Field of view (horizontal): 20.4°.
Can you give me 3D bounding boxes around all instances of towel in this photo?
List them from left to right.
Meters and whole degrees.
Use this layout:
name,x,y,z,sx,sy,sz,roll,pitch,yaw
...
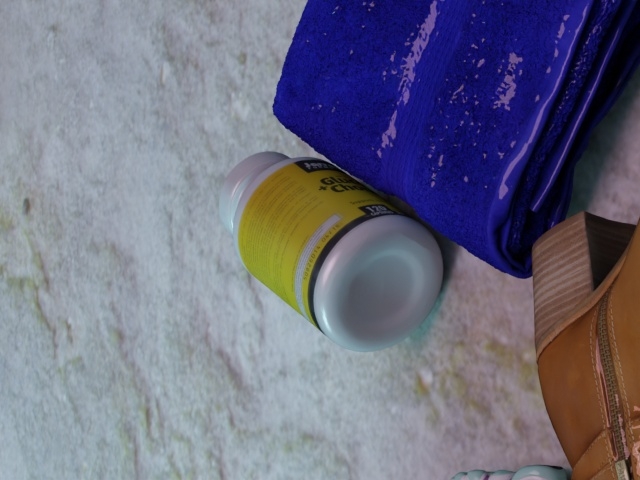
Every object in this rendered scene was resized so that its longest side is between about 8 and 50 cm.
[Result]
name,x,y,z,sx,sy,sz,roll,pitch,yaw
towel,0.083,-0.133,1.211,0.308,0.076,0.227,36,104,52

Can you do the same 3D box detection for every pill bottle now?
name,x,y,z,sx,sy,sz,roll,pitch,yaw
pill bottle,0.000,0.000,1.288,0.184,0.103,0.103,37,112,51

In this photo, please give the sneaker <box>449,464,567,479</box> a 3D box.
name,x,y,z,sx,sy,sz,roll,pitch,yaw
sneaker,0.117,0.181,1.139,0.098,0.038,0.069,-17,68,52

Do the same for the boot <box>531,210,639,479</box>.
name,x,y,z,sx,sy,sz,roll,pitch,yaw
boot,0.214,0.058,0.967,0.283,0.109,0.220,-37,53,47
